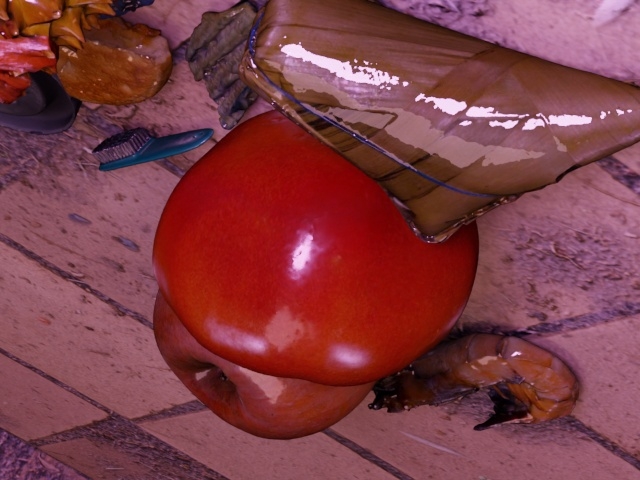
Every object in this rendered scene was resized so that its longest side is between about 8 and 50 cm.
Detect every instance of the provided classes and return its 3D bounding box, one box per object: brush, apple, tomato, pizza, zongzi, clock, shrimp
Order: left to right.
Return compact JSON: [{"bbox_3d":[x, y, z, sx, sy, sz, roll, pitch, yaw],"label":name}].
[{"bbox_3d":[-0.338,-0.185,1.665,0.215,0.042,0.215,20,157,9],"label":"clock"},{"bbox_3d":[-0.204,-0.180,1.540,0.175,0.046,0.134,-3,145,47],"label":"pizza"},{"bbox_3d":[-0.177,-0.102,1.694,0.193,0.043,0.032,-9,123,51],"label":"brush"},{"bbox_3d":[-0.045,0.082,1.753,0.254,0.253,0.253,20,157,9],"label":"apple"},{"bbox_3d":[0.000,0.000,1.496,0.299,0.226,0.298,13,-159,-5],"label":"tomato"},{"bbox_3d":[0.106,-0.133,1.269,0.260,0.123,0.289,38,144,-24],"label":"zongzi"},{"bbox_3d":[0.185,0.169,1.901,0.178,0.075,0.289,34,142,-27],"label":"shrimp"}]

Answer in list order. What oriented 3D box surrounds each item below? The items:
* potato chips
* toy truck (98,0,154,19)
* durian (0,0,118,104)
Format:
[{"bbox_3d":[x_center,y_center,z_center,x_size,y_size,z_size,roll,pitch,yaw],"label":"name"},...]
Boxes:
[{"bbox_3d":[-0.082,-0.161,1.488,0.092,0.028,0.207,30,155,-10],"label":"potato chips"},{"bbox_3d":[-0.202,-0.269,1.327,0.088,0.074,0.201,-7,142,36],"label":"toy truck"},{"bbox_3d":[-0.295,-0.234,1.108,0.348,0.384,0.347,39,171,8],"label":"durian"}]
